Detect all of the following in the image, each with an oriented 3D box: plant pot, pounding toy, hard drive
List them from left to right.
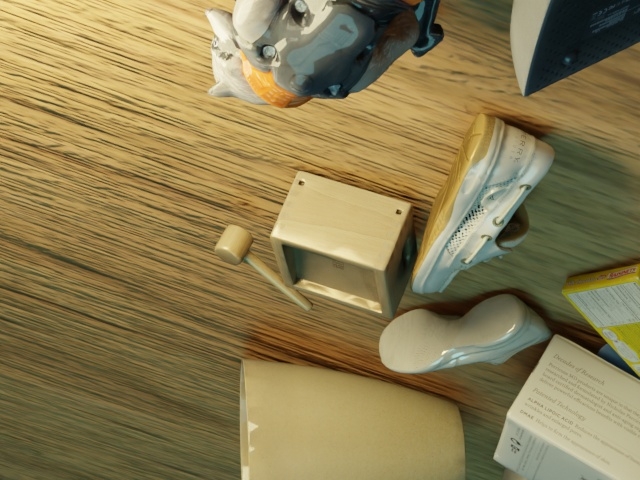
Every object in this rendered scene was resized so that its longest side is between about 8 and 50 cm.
[{"bbox_3d":[-0.004,0.002,1.766,0.206,0.094,0.181,17,157,15],"label":"pounding toy"},{"bbox_3d":[0.039,0.272,2.087,0.274,0.256,0.256,-2,151,-5],"label":"plant pot"},{"bbox_3d":[0.225,-0.220,1.213,0.172,0.054,0.254,-26,157,-19],"label":"hard drive"}]

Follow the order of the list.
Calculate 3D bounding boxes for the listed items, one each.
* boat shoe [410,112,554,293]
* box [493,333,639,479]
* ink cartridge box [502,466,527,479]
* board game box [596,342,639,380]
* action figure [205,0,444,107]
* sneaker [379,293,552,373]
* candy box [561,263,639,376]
[{"bbox_3d":[0.160,-0.017,1.640,0.096,0.098,0.277,17,150,-3],"label":"boat shoe"},{"bbox_3d":[0.311,0.226,1.907,0.182,0.119,0.181,30,160,13],"label":"box"},{"bbox_3d":[0.461,0.401,2.157,0.395,0.166,0.285,-8,143,33],"label":"ink cartridge box"},{"bbox_3d":[0.400,0.152,1.889,0.169,0.033,0.133,28,147,-1],"label":"board game box"},{"bbox_3d":[-0.015,-0.223,1.289,0.341,0.178,0.330,21,140,-20],"label":"action figure"},{"bbox_3d":[0.168,0.121,1.909,0.212,0.080,0.094,-13,152,38],"label":"sneaker"},{"bbox_3d":[0.363,0.104,1.791,0.105,0.027,0.206,-16,129,44],"label":"candy box"}]
